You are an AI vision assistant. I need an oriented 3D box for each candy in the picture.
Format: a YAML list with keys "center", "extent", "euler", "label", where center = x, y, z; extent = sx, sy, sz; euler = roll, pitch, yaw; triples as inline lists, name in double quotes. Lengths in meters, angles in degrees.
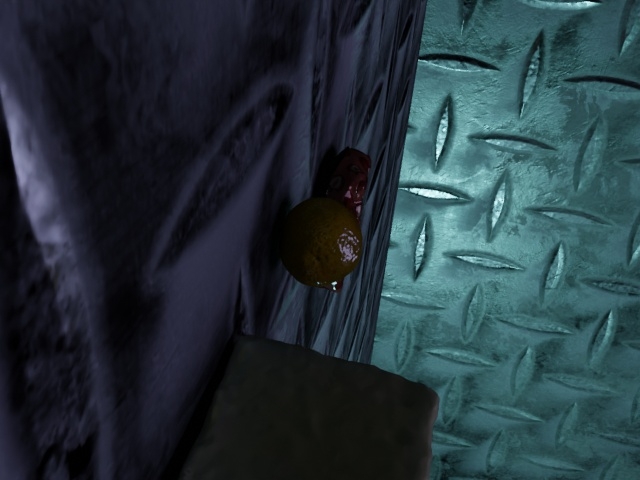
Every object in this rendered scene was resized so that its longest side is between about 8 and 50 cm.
- center: [-0.022, 0.229, 0.479]
  extent: [0.321, 0.179, 0.135]
  euler: [-71, 168, -51]
  label: "candy"

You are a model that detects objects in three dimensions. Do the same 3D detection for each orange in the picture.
- center: [0.000, 0.000, 0.684]
  extent: [0.095, 0.085, 0.085]
  euler: [-84, -179, -64]
  label: "orange"

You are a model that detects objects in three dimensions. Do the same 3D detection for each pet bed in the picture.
- center: [0.025, -0.029, 0.911]
  extent: [0.201, 0.053, 0.201]
  euler: [14, 90, -86]
  label: "pet bed"
